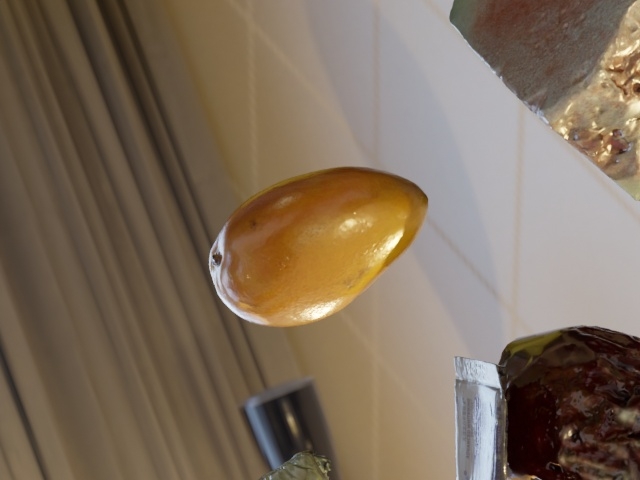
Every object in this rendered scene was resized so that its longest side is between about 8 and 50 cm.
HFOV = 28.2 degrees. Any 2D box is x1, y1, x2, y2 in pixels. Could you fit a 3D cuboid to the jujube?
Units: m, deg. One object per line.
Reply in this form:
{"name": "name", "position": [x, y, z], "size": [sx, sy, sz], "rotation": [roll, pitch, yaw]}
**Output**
{"name": "jujube", "position": [0.349, 0.242, 1.398], "size": [0.376, 0.258, 0.258], "rotation": [29, -150, 29]}

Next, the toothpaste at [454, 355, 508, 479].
{"name": "toothpaste", "position": [0.167, 0.266, 1.337], "size": [0.099, 0.282, 0.068], "rotation": [-1, -179, 42]}

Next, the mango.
{"name": "mango", "position": [0.000, 0.000, 1.209], "size": [0.219, 0.145, 0.112], "rotation": [-26, -140, 1]}

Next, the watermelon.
{"name": "watermelon", "position": [0.270, -0.171, 1.115], "size": [0.193, 0.310, 0.232], "rotation": [-48, -177, 13]}

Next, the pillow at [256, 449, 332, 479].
{"name": "pillow", "position": [-0.068, 0.339, 1.265], "size": [0.302, 0.185, 0.075], "rotation": [-33, 172, 31]}
